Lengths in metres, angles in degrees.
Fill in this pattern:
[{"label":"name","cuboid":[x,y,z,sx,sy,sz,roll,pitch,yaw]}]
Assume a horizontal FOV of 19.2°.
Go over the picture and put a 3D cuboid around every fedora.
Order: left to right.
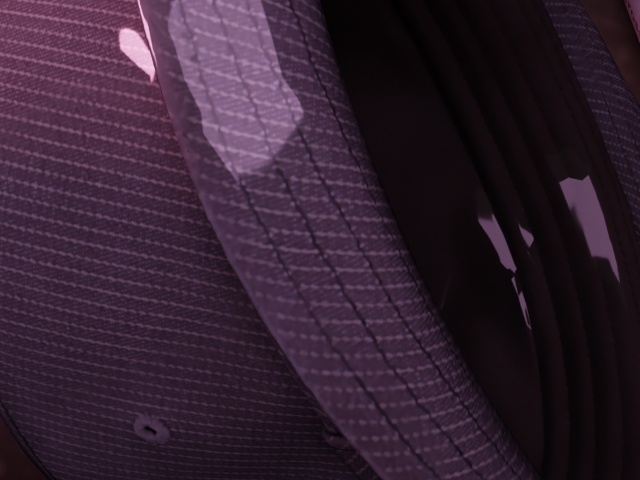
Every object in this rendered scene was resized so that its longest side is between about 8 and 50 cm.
[{"label":"fedora","cuboid":[0.000,0.000,0.461,0.124,0.275,0.244,-22,53,22]}]

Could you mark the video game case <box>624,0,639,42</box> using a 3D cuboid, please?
[{"label":"video game case","cuboid":[0.196,-0.109,0.600,0.212,0.023,0.193,-14,63,-3]}]
